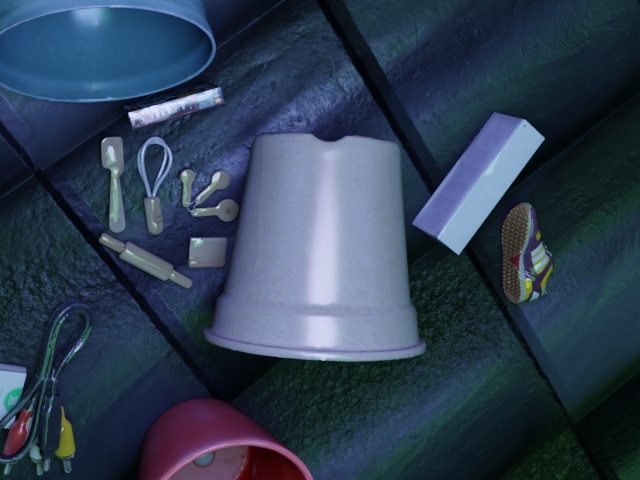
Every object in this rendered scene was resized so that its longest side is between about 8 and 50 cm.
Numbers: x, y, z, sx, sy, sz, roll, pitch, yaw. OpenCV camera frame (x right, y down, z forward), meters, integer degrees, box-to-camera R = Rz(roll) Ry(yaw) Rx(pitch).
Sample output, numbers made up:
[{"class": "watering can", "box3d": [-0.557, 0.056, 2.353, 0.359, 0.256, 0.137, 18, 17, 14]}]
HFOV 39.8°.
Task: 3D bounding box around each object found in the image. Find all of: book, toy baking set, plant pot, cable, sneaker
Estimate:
[{"class": "book", "box3d": [-0.525, 0.227, 1.324, 0.144, 0.035, 0.096, 12, 102, -24]}, {"class": "toy baking set", "box3d": [-0.243, -0.046, 1.353, 0.256, 0.030, 0.197, 26, 92, -24]}, {"class": "plant pot", "box3d": [0.000, 0.000, 1.317, 0.333, 0.334, 0.306, 3, 91, -20]}, {"class": "cable", "box3d": [-0.428, 0.227, 1.347, 0.139, 0.072, 0.287, 6, 94, -33]}, {"class": "plant pot", "box3d": [-0.293, -0.323, 1.144, 0.292, 0.293, 0.196, -5, 79, -18]}, {"class": "plant pot", "box3d": [-0.166, 0.381, 1.375, 0.274, 0.243, 0.275, -5, 105, -18]}, {"class": "sneaker", "box3d": [0.373, 0.018, 1.570, 0.083, 0.069, 0.186, -10, 114, -26]}]

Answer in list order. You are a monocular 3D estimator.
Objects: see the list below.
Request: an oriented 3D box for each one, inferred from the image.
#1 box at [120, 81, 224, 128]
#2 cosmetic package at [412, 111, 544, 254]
[{"class": "box", "box3d": [-0.216, -0.198, 1.283, 0.137, 0.094, 0.027, -19, 110, -15]}, {"class": "cosmetic package", "box3d": [0.262, -0.097, 1.477, 0.060, 0.099, 0.239, 36, 91, -24]}]
